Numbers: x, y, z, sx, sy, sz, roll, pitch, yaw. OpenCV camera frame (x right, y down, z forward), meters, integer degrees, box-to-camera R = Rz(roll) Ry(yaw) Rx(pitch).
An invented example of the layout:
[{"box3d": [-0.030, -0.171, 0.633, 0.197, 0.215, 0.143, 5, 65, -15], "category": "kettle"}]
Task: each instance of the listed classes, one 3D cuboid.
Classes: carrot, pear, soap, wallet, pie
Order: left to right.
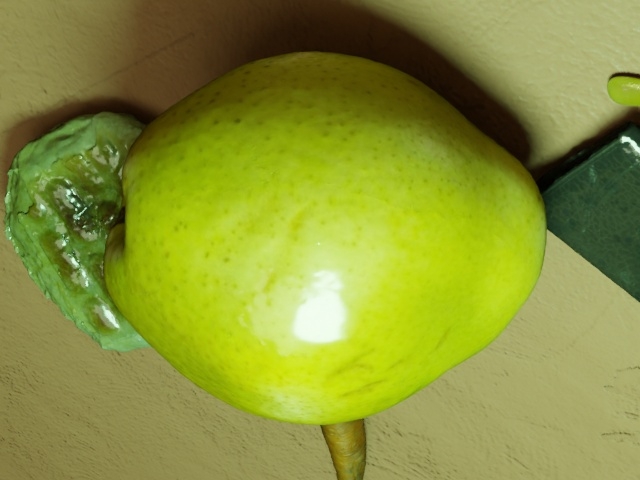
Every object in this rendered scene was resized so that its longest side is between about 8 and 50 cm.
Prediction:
[{"box3d": [-0.235, -0.011, 1.926, 0.306, 0.071, 0.306, 7, 117, 14], "category": "pie"}, {"box3d": [0.000, 0.000, 1.645, 0.418, 0.362, 0.362, 3, 137, -10], "category": "pear"}, {"box3d": [0.030, 0.253, 2.088, 0.061, 0.061, 0.210, 11, 139, 21], "category": "carrot"}, {"box3d": [0.312, -0.138, 1.581, 0.089, 0.012, 0.034, 7, 133, 24], "category": "soap"}, {"box3d": [0.368, 0.018, 1.678, 0.321, 0.044, 0.170, 38, 138, -13], "category": "wallet"}]
